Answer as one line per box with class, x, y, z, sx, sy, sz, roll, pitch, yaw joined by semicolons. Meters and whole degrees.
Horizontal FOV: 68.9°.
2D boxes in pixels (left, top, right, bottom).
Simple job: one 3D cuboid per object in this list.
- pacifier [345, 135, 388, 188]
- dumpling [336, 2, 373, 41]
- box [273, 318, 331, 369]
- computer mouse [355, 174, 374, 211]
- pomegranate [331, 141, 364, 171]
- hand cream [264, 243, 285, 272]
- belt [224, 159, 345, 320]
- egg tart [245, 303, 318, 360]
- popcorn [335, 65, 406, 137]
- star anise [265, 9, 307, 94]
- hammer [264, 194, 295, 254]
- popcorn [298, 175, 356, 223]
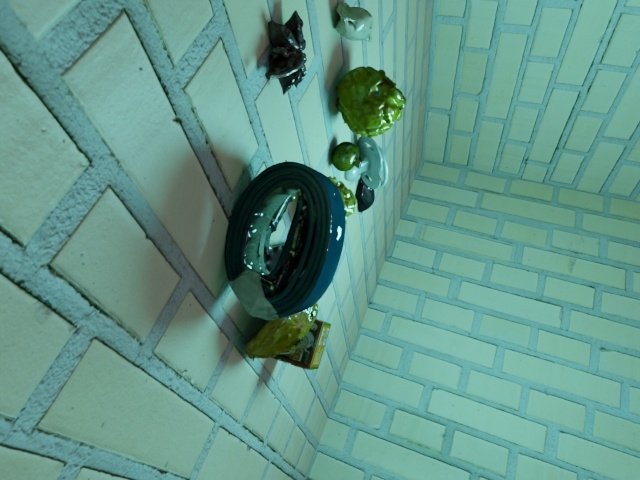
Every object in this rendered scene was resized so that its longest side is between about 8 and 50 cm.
pacifier;0.205;-0.350;2.220;0.207;0.227;0.279;-21;137;-18
dumpling;0.115;-0.771;1.646;0.118;0.136;0.199;-45;149;21
box;-0.078;0.400;1.883;0.148;0.177;0.195;42;64;-71
computer mouse;0.252;-0.251;2.540;0.264;0.088;0.147;61;44;-62
pomegranate;0.110;-0.348;1.950;0.130;0.130;0.131;15;90;-72
hand cream;-0.100;0.074;1.704;0.358;0.117;0.186;4;98;-80
belt;-0.099;0.003;1.303;0.173;0.299;0.437;12;96;-71
egg tart;-0.119;0.288;1.601;0.340;0.153;0.352;-51;173;-36
popcorn;0.187;-0.544;1.814;0.247;0.282;0.282;-39;162;4
star anise;-0.087;-0.503;1.280;0.209;0.089;0.232;46;48;-61
hammer;-0.146;-0.080;1.518;0.159;0.041;0.227;83;28;-53
popcorn;0.025;-0.145;1.762;0.181;0.216;0.235;-55;-177;35
